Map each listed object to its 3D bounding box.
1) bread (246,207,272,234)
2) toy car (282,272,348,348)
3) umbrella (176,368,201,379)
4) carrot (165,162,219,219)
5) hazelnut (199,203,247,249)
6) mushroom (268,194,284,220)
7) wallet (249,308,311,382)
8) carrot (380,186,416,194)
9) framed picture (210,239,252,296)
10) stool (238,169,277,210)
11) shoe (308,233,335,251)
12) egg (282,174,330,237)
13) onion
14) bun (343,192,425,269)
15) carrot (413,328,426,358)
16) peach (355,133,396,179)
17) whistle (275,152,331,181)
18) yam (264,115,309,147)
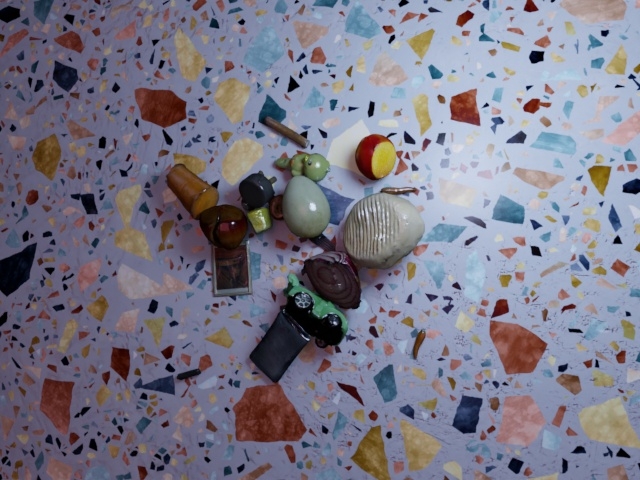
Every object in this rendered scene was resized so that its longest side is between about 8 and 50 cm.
[{"bbox_3d":[-0.293,-0.098,1.940,0.111,0.129,0.115,-20,91,-7],"label":"bread"},{"bbox_3d":[-0.038,0.324,1.819,0.358,0.176,0.214,27,137,8],"label":"toy car"},{"bbox_3d":[-0.664,0.676,2.023,0.132,0.031,0.036,-18,81,12],"label":"umbrella"},{"bbox_3d":[-0.655,-0.247,2.004,0.254,0.196,0.196,36,95,17],"label":"carrot"},{"bbox_3d":[-0.469,-0.067,1.950,0.251,0.217,0.218,18,91,24],"label":"hazelnut"},{"bbox_3d":[-0.192,-0.158,1.939,0.109,0.085,0.126,38,94,40],"label":"mushroom"},{"bbox_3d":[-0.192,0.493,1.832,0.190,0.046,0.379,43,125,15],"label":"wallet"},{"bbox_3d":[0.357,-0.228,1.839,0.164,0.035,0.036,0,86,11],"label":"carrot"},{"bbox_3d":[-0.450,0.141,2.014,0.216,0.016,0.274,-7,85,13],"label":"framed picture"},{"bbox_3d":[-0.311,-0.243,1.938,0.227,0.139,0.153,-18,111,41],"label":"stool"},{"bbox_3d":[0.000,0.000,1.900,0.159,0.053,0.062,35,98,10],"label":"shoe"},{"bbox_3d":[-0.069,-0.156,1.839,0.218,0.218,0.296,-14,83,12],"label":"egg"},{"bbox_3d":[0.082,0.169,1.811,0.314,0.146,0.280,-1,124,43],"label":"onion"},{"bbox_3d":[0.269,-0.044,1.754,0.361,0.234,0.326,-37,70,28],"label":"bun"},{"bbox_3d":[0.436,0.455,1.779,0.035,0.035,0.142,19,98,14],"label":"carrot"},{"bbox_3d":[0.249,-0.371,1.795,0.190,0.190,0.193,-29,62,10],"label":"peach"},{"bbox_3d":[-0.086,-0.364,1.900,0.293,0.141,0.141,19,91,14],"label":"whistle"},{"bbox_3d":[-0.167,-0.535,1.975,0.263,0.046,0.046,34,94,14],"label":"yam"}]
